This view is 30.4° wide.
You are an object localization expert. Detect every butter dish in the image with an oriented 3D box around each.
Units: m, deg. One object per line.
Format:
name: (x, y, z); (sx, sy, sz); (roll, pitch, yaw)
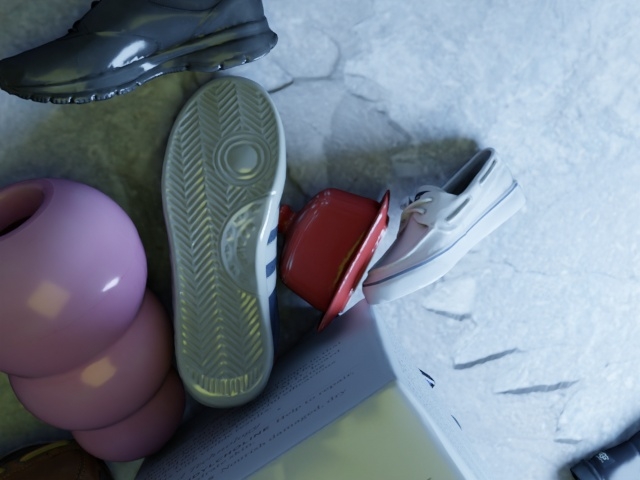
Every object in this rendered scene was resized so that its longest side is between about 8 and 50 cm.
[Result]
butter dish: (0.000, 0.000, 1.295); (0.118, 0.160, 0.160); (28, 100, 0)

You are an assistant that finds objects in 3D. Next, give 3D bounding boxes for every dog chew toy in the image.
dog chew toy: (-0.245, 0.099, 1.217); (0.206, 0.206, 0.332); (-29, 122, -5)

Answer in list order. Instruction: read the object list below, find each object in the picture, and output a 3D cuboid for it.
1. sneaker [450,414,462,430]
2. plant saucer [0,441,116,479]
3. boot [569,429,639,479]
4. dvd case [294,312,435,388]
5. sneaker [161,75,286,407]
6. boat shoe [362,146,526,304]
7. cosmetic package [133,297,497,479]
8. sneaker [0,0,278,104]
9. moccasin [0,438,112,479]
sneaker: (0.181, 0.339, 1.494); (0.121, 0.111, 0.300); (-25, 117, -26)
plant saucer: (-0.317, 0.300, 1.354); (0.168, 0.029, 0.168); (-6, 111, -16)
boot: (0.472, 0.344, 1.575); (0.207, 0.094, 0.246); (-30, 109, -1)
dvd case: (-0.001, 0.224, 1.428); (0.180, 0.022, 0.253); (35, 96, -26)
sneaker: (-0.103, 0.005, 1.253); (0.131, 0.148, 0.350); (4, 77, -1)
boat shoe: (0.125, -0.020, 1.312); (0.258, 0.095, 0.084); (-38, 104, -39)
cosmetic package: (0.019, 0.307, 1.199); (0.327, 0.394, 0.329); (-35, 96, 3)
sneaker: (-0.190, -0.214, 1.177); (0.286, 0.109, 0.130); (-19, 108, -20)
moccasin: (-0.405, 0.322, 1.255); (0.380, 0.147, 0.139); (-30, 128, -6)
